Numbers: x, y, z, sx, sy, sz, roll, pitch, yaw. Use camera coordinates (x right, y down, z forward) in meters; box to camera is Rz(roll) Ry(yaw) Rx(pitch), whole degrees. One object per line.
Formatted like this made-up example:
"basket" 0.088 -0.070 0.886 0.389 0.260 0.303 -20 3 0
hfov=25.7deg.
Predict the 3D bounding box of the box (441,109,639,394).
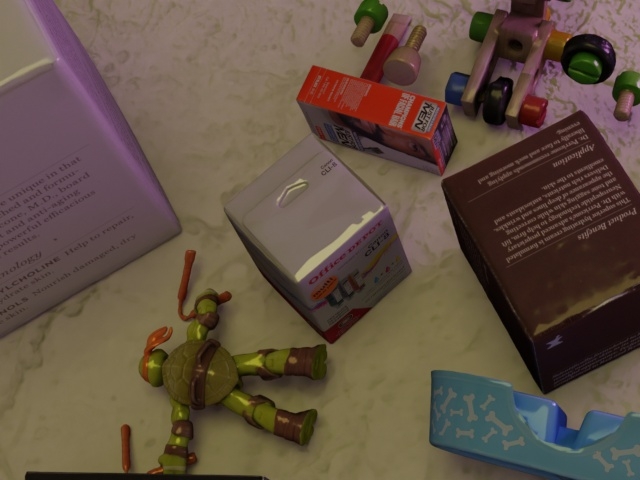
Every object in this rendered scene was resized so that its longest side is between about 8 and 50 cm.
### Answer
"box" 0.248 0.013 1.433 0.169 0.167 0.203 -26 62 0

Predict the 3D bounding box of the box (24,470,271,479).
"box" -0.189 0.379 1.390 0.296 0.073 0.293 -4 63 25

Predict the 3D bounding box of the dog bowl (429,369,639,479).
"dog bowl" 0.242 0.197 1.357 0.297 0.166 0.074 12 80 18

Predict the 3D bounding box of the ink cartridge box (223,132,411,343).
"ink cartridge box" 0.000 0.000 1.492 0.128 0.176 0.127 -41 63 -7

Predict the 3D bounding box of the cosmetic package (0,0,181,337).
"cosmetic package" -0.409 -0.131 1.530 0.327 0.393 0.329 -30 61 -1

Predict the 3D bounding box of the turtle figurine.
"turtle figurine" -0.107 0.135 1.504 0.217 0.087 0.269 7 67 16

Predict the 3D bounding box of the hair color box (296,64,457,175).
"hair color box" 0.065 -0.136 1.589 0.167 0.093 0.053 17 71 21

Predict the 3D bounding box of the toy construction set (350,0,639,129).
"toy construction set" 0.198 -0.281 1.590 0.309 0.257 0.237 -6 43 35
